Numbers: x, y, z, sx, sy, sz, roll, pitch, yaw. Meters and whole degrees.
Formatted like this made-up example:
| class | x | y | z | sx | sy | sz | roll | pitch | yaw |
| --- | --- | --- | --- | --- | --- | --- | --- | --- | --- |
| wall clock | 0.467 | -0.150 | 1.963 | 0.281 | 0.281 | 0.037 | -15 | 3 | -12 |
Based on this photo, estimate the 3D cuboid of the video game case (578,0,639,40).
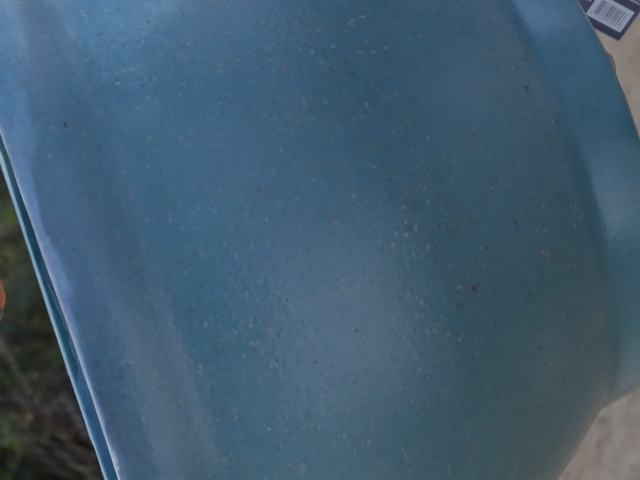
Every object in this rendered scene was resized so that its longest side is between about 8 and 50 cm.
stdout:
| class | x | y | z | sx | sy | sz | roll | pitch | yaw |
| --- | --- | --- | --- | --- | --- | --- | --- | --- | --- |
| video game case | 0.276 | -0.331 | 1.626 | 0.274 | 0.196 | 0.026 | -56 | 33 | 18 |

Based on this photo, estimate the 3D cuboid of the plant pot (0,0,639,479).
| class | x | y | z | sx | sy | sz | roll | pitch | yaw |
| --- | --- | --- | --- | --- | --- | --- | --- | --- | --- |
| plant pot | 0.000 | 0.000 | 0.637 | 0.293 | 0.196 | 0.293 | 161 | 90 | -81 |

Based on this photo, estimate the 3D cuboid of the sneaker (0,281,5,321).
| class | x | y | z | sx | sy | sz | roll | pitch | yaw |
| --- | --- | --- | --- | --- | --- | --- | --- | --- | --- |
| sneaker | -0.260 | -0.087 | 1.147 | 0.124 | 0.321 | 0.180 | 11 | 56 | 34 |
